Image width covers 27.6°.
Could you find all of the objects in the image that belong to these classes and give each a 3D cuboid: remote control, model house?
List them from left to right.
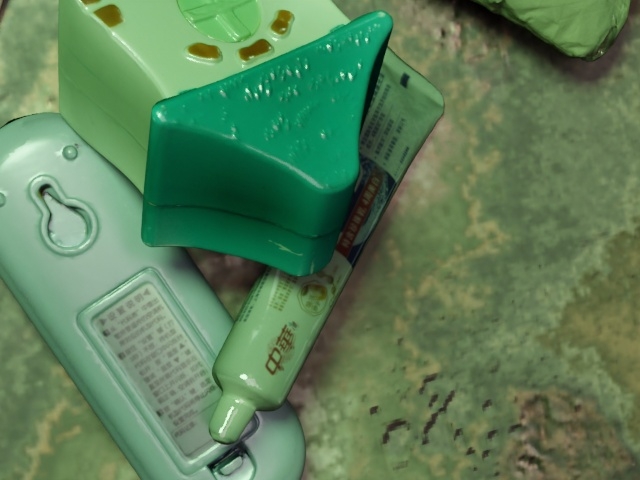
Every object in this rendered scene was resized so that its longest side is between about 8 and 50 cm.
[{"bbox_3d":[-0.094,0.044,0.664,0.087,0.047,0.244,-35,95,-5],"label":"remote control"},{"bbox_3d":[-0.036,-0.062,0.605,0.127,0.100,0.149,-28,67,-26],"label":"model house"}]

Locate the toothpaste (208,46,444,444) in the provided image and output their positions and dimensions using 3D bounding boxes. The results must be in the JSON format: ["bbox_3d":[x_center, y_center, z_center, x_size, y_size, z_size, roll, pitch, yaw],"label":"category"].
[{"bbox_3d":[0.000,0.000,0.664,0.060,0.038,0.233,33,67,-15],"label":"toothpaste"}]

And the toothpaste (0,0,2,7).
[{"bbox_3d":[-0.159,-0.204,0.653,0.067,0.043,0.194,24,92,-12],"label":"toothpaste"}]

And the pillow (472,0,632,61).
[{"bbox_3d":[0.089,-0.273,0.677,0.280,0.076,0.274,28,84,-10],"label":"pillow"}]
